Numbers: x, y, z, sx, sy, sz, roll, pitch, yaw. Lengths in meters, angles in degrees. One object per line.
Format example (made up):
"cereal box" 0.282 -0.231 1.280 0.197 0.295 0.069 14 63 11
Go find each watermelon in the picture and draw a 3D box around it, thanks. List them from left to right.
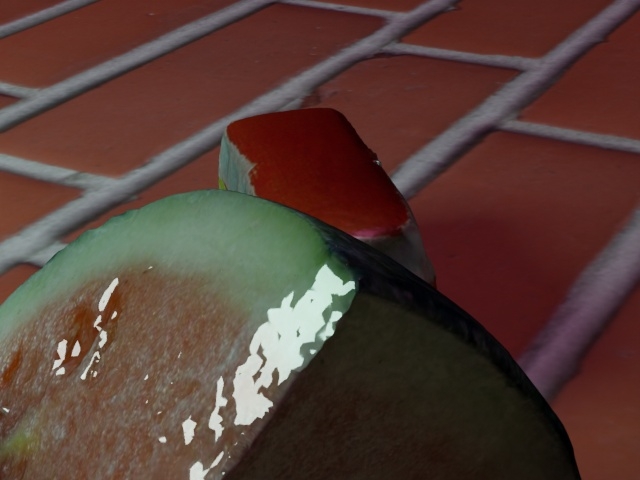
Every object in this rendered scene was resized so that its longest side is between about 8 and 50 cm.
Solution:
"watermelon" -0.063 0.099 0.496 0.283 0.250 0.292 10 26 33

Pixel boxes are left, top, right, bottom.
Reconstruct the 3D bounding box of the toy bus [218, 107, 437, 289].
"toy bus" 0.000 0.000 0.822 0.121 0.120 0.265 -8 26 -9
